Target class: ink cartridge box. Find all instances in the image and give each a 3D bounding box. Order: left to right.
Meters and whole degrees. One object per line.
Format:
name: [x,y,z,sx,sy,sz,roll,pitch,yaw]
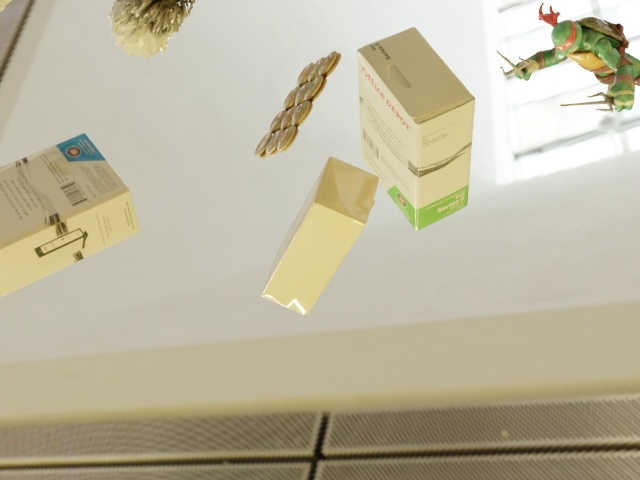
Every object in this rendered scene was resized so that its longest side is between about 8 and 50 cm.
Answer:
ink cartridge box: [-0.364,-0.037,1.352,0.203,0.086,0.148,-26,-130,-20]
ink cartridge box: [0.166,-0.195,1.813,0.122,0.289,0.211,-25,-124,-13]

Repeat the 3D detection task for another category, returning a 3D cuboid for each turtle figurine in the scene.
turtle figurine: [0.346,-0.222,1.299,0.175,0.234,0.118,41,-67,49]

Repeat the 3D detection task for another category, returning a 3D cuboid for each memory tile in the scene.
memory tile: [-0.030,-0.168,1.282,0.148,0.012,0.113,-62,-161,-12]

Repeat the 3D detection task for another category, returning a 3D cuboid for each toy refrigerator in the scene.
toy refrigerator: [0.000,0.000,1.616,0.094,0.269,0.102,23,-130,-6]

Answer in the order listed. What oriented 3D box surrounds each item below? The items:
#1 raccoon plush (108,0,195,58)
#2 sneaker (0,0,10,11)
raccoon plush: [-0.104,-0.330,1.041,0.446,0.216,0.299,-57,175,23]
sneaker: [-0.389,-0.264,1.113,0.229,0.092,0.087,-32,-116,-18]
